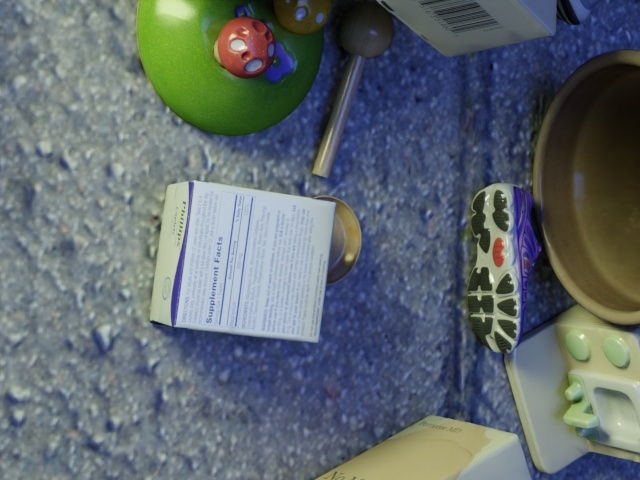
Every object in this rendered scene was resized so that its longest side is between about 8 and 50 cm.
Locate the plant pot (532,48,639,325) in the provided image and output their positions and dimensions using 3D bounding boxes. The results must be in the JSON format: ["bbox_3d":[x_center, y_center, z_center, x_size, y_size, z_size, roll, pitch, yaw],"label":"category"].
[{"bbox_3d":[0.375,-0.058,1.403,0.229,0.263,0.263,-5,95,-30],"label":"plant pot"}]

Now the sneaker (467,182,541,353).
[{"bbox_3d":[0.193,0.028,1.414,0.071,0.068,0.169,3,90,-39],"label":"sneaker"}]

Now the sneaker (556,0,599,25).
[{"bbox_3d":[0.251,-0.331,1.387,0.132,0.086,0.228,-37,134,-6],"label":"sneaker"}]

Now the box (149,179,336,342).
[{"bbox_3d":[-0.067,0.019,1.231,0.137,0.072,0.126,9,87,-25],"label":"box"}]

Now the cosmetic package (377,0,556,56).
[{"bbox_3d":[0.124,-0.333,1.218,0.160,0.113,0.309,27,62,-52],"label":"cosmetic package"}]

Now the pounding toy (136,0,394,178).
[{"bbox_3d":[-0.033,-0.172,1.231,0.237,0.110,0.183,24,79,-31],"label":"pounding toy"}]

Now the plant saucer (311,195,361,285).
[{"bbox_3d":[0.000,0.000,1.316,0.083,0.015,0.083,-2,93,-32],"label":"plant saucer"}]

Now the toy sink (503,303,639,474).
[{"bbox_3d":[0.330,0.136,1.467,0.234,0.131,0.152,-25,105,-29],"label":"toy sink"}]

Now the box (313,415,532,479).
[{"bbox_3d":[0.040,0.283,1.280,0.311,0.148,0.121,-25,105,-31],"label":"box"}]
